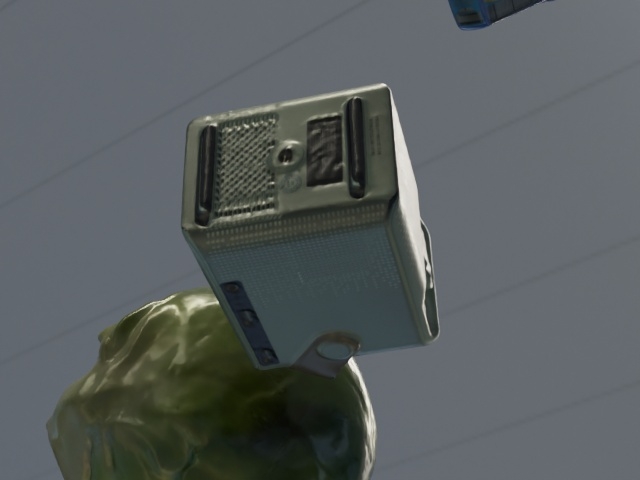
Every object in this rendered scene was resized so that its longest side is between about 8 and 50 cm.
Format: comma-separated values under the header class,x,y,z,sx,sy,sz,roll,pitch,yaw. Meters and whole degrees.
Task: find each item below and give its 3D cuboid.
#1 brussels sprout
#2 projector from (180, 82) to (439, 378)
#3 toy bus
class,x,y,z,sx,sy,sz,roll,pitch,yaw
brussels sprout,-0.107,0.212,1.191,0.344,0.344,0.268,11,-33,6
projector,0.000,0.000,0.959,0.177,0.163,0.242,-8,-40,10
toy bus,0.179,-0.234,0.984,0.051,0.153,0.061,11,-57,56
